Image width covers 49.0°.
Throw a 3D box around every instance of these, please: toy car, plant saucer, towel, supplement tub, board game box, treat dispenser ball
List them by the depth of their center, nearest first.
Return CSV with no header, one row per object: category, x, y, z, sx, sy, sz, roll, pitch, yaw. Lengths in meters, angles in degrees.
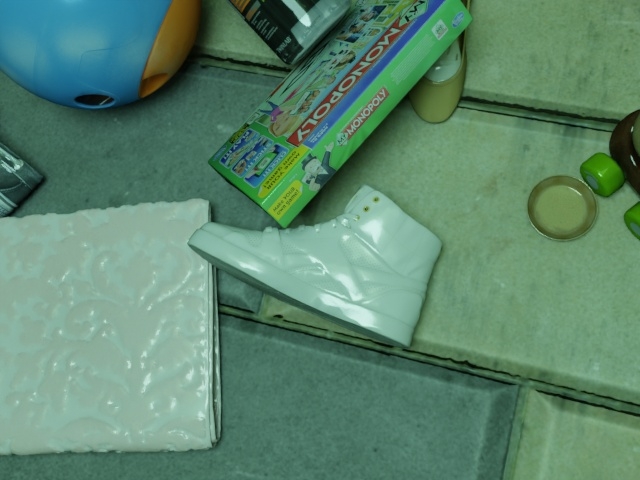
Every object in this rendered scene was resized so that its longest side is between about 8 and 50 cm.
toy car,0.397,-0.103,0.766,0.155,0.188,0.149,-38,74,0
board game box,0.011,-0.175,0.858,0.317,0.046,0.213,-48,30,-3
plant saucer,0.294,-0.039,0.859,0.083,0.015,0.083,-2,77,10
supplement tub,-0.063,-0.324,0.871,0.117,0.117,0.190,-44,99,-2
treat dispenser ball,-0.295,-0.311,0.885,0.288,0.288,0.288,-2,77,10
towel,-0.293,0.112,0.910,0.331,0.053,0.317,-4,75,8

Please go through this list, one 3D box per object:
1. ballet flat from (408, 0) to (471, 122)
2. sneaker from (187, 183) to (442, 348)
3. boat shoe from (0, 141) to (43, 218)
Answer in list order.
ballet flat,0.153,-0.271,0.907,0.080,0.073,0.232,5,79,10
sneaker,0.000,0.000,0.859,0.292,0.108,0.169,22,80,1
boat shoe,-0.512,-0.167,0.981,0.301,0.108,0.102,44,81,8
